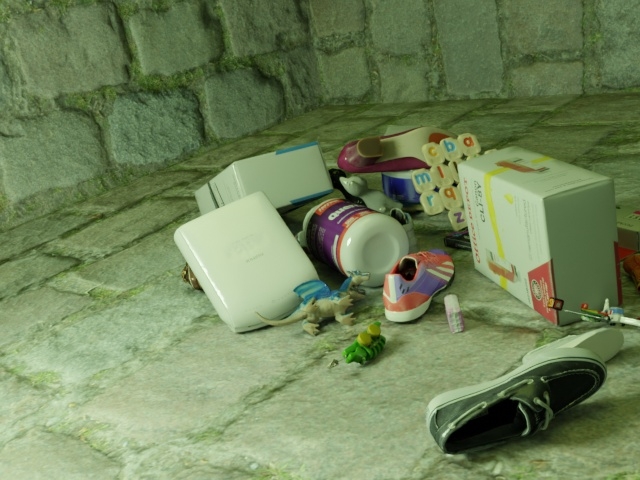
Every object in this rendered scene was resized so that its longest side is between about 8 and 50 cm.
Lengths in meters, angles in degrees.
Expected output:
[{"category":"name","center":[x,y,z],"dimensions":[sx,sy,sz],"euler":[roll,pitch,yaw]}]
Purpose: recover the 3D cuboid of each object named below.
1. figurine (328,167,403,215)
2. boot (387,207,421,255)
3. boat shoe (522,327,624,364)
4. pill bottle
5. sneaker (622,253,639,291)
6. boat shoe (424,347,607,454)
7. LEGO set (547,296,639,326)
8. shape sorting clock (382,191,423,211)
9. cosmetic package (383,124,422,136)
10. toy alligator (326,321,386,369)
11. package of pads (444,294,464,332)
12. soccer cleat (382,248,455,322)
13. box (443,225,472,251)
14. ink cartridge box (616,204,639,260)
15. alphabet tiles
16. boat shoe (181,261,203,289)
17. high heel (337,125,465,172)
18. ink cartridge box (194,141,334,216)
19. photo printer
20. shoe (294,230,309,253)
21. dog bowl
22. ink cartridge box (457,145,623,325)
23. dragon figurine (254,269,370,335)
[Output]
[{"category":"figurine","center":[0.114,-0.137,2.290],"dimensions":[0.092,0.209,0.215],"euler":[-56,29,-4]},{"category":"boot","center":[0.212,-0.031,2.058],"dimensions":[0.095,0.123,0.258],"euler":[-13,19,-5]},{"category":"boat shoe","center":[0.447,0.196,1.380],"dimensions":[0.184,0.066,0.063],"euler":[-24,22,-8]},{"category":"pill bottle","center":[0.075,-0.006,1.977],"dimensions":[0.181,0.181,0.323],"euler":[-19,20,-21]},{"category":"sneaker","center":[0.669,0.073,1.597],"dimensions":[0.067,0.064,0.175],"euler":[-23,17,-4]},{"category":"boat shoe","center":[0.315,0.256,1.204],"dimensions":[0.301,0.108,0.102],"euler":[-15,19,-4]},{"category":"LEGO set","center":[0.540,0.131,1.391],"dimensions":[0.182,0.060,0.244],"euler":[18,-5,-40]},{"category":"shape sorting clock","center":[0.277,-0.128,2.428],"dimensions":[0.206,0.040,0.206],"euler":[-4,18,1]},{"category":"cosmetic package","center":[0.260,-0.300,2.423],"dimensions":[0.117,0.085,0.231],"euler":[-2,20,12]},{"category":"toy alligator","center":[0.082,0.220,1.533],"dimensions":[0.051,0.056,0.189],"euler":[40,39,13]},{"category":"package of pads","center":[0.278,0.152,1.610],"dimensions":[0.032,0.050,0.083],"euler":[-9,20,6]},{"category":"soccer cleat","center":[0.227,0.072,1.766],"dimensions":[0.108,0.116,0.318],"euler":[0,22,29]},{"category":"box","center":[0.421,-0.015,2.042],"dimensions":[0.162,0.029,0.116],"euler":[-22,21,-31]},{"category":"ink cartridge box","center":[0.660,-0.024,1.886],"dimensions":[0.239,0.060,0.275],"euler":[-20,21,-27]},{"category":"alphabet tiles","center":[0.404,-0.164,2.180],"dimensions":[0.284,0.278,0.021],"euler":[-16,-17,-12]},{"category":"boat shoe","center":[-0.342,0.092,2.114],"dimensions":[0.073,0.073,0.207],"euler":[-13,12,0]},{"category":"high heel","center":[0.240,-0.257,2.282],"dimensions":[0.377,0.127,0.181],"euler":[1,-9,-20]},{"category":"ink cartridge box","center":[-0.182,-0.149,2.367],"dimensions":[0.285,0.166,0.395],"euler":[-18,-1,-26]},{"category":"photo printer","center":[-0.166,0.056,1.833],"dimensions":[0.256,0.107,0.307],"euler":[-25,66,-20]},{"category":"shoe","center":[0.000,0.000,2.182],"dimensions":[0.178,0.063,0.081],"euler":[-2,-12,-28]},{"category":"dog bowl","center":[0.322,-0.203,2.410],"dimensions":[0.265,0.104,0.265],"euler":[-5,18,2]},{"category":"ink cartridge box","center":[0.459,-0.024,1.665],"dimensions":[0.160,0.279,0.385],"euler":[-16,19,-10]},{"category":"dragon figurine","center":[-0.010,0.143,1.745],"dimensions":[0.289,0.085,0.144],"euler":[-14,19,-11]}]
